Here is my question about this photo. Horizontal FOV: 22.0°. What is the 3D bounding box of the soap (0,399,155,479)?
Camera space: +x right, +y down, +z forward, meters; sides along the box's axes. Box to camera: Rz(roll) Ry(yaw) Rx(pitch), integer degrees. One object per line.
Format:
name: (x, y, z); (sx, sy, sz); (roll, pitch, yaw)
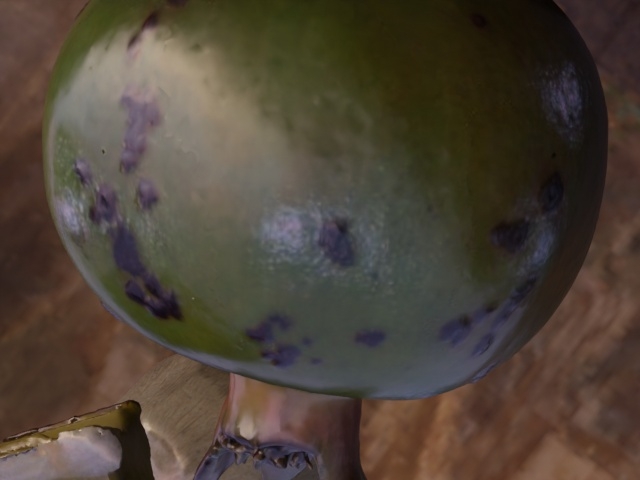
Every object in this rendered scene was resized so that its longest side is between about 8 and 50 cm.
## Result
soap: (-0.187, 0.180, 0.868); (0.076, 0.233, 0.135); (-13, -94, -78)

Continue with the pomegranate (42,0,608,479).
pomegranate: (-0.014, -0.012, 0.850); (0.291, 0.323, 0.291); (26, 179, 0)

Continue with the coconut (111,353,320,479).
coconut: (-0.080, 0.182, 1.336); (0.224, 0.224, 0.224); (36, -174, -4)
